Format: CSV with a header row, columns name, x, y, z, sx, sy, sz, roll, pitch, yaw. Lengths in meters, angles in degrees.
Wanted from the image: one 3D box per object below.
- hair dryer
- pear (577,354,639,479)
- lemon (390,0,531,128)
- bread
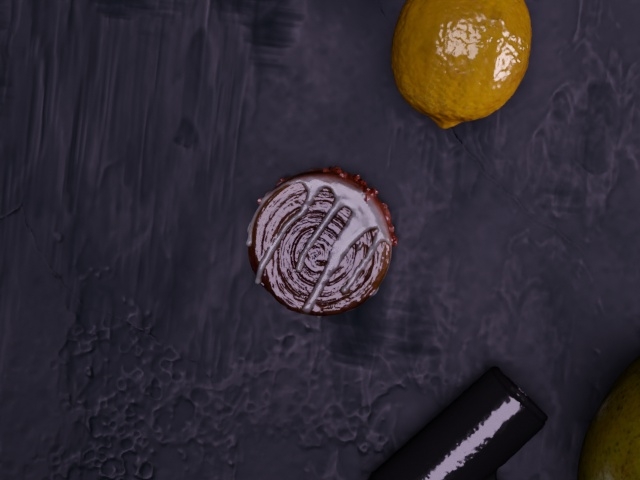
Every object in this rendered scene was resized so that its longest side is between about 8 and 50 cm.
name,x,y,z,sx,sy,sz,roll,pitch,yaw
hair dryer,0.197,0.280,1.440,0.197,0.089,0.251,-45,99,5
pear,0.385,0.225,1.312,0.294,0.294,0.294,0,95,5
lemon,0.144,-0.204,1.367,0.142,0.142,0.187,11,97,4
bread,0.000,0.000,1.429,0.160,0.073,0.160,0,94,6
